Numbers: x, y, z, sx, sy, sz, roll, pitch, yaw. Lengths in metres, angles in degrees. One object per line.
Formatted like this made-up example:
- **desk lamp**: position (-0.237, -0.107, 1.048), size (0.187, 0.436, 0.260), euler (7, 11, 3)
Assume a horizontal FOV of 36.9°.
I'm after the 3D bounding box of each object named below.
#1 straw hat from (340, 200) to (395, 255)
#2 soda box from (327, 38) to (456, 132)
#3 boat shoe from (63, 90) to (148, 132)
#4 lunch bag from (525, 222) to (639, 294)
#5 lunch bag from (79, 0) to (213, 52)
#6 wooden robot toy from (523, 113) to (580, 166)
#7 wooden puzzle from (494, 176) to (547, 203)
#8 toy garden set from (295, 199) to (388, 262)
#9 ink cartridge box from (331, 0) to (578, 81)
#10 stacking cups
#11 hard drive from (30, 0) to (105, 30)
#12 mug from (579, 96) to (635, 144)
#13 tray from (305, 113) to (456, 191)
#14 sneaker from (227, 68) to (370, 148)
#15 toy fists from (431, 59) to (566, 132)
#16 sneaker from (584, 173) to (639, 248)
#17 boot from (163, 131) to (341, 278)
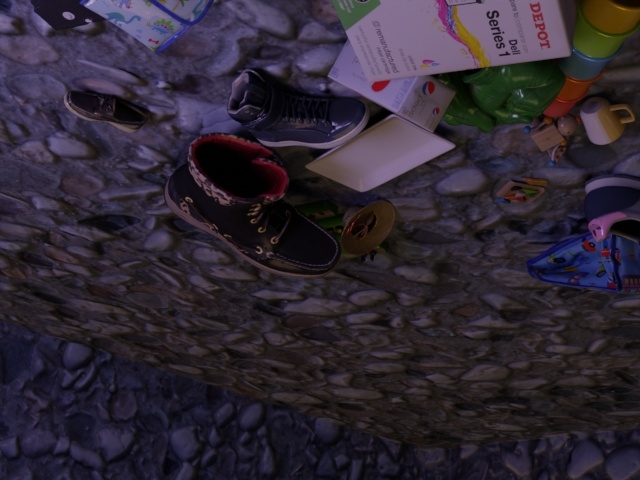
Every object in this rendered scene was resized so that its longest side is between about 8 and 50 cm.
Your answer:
- **straw hat**: position (0.081, -0.040, 1.975), size (0.061, 0.144, 0.144), euler (42, 178, 36)
- **soda box**: position (0.099, -0.228, 1.394), size (0.074, 0.069, 0.216), euler (24, -170, -34)
- **boat shoe**: position (-0.375, -0.235, 1.687), size (0.152, 0.056, 0.049), euler (14, 152, -39)
- **lunch bag**: position (0.582, 0.055, 1.954), size (0.221, 0.138, 0.293), euler (1, 170, -26)
- **lunch bag**: position (-0.209, -0.329, 1.220), size (0.151, 0.096, 0.129), euler (-30, 136, 33)
- **wooden robot toy**: position (0.375, -0.192, 1.542), size (0.079, 0.076, 0.173), euler (-23, 134, 27)
- **wooden puzzle**: position (0.383, -0.092, 1.836), size (0.079, 0.014, 0.116), euler (10, 157, -5)
- **toy garden set**: position (0.000, 0.000, 2.111), size (0.204, 0.049, 0.244), euler (-11, 151, 35)
- **ink cartridge box**: position (0.167, -0.321, 1.204), size (0.278, 0.117, 0.201), euler (-4, 143, 24)
- **stacking cups**: position (0.366, -0.273, 1.341), size (0.096, 0.096, 0.316), euler (9, 159, -4)
- **hard drive**: position (-0.291, -0.397, 1.270), size (0.339, 0.064, 0.237), euler (-5, 154, 28)
- **mug**: position (0.451, -0.200, 1.526), size (0.078, 0.062, 0.064), euler (-35, 132, 15)
- **tray**: position (0.104, -0.162, 1.736), size (0.145, 0.030, 0.270), euler (21, 153, -30)
- **sneaker**: position (-0.046, -0.219, 1.579), size (0.226, 0.086, 0.163), euler (-4, 157, 27)
- **toy fists**: position (0.245, -0.222, 1.404), size (0.142, 0.096, 0.279), euler (19, 171, -20)
- **sneaker**: position (0.637, -0.029, 1.758), size (0.319, 0.131, 0.112), euler (8, 157, -1)
- **boot**: position (-0.109, -0.062, 1.805), size (0.377, 0.138, 0.284), euler (30, 161, -5)
